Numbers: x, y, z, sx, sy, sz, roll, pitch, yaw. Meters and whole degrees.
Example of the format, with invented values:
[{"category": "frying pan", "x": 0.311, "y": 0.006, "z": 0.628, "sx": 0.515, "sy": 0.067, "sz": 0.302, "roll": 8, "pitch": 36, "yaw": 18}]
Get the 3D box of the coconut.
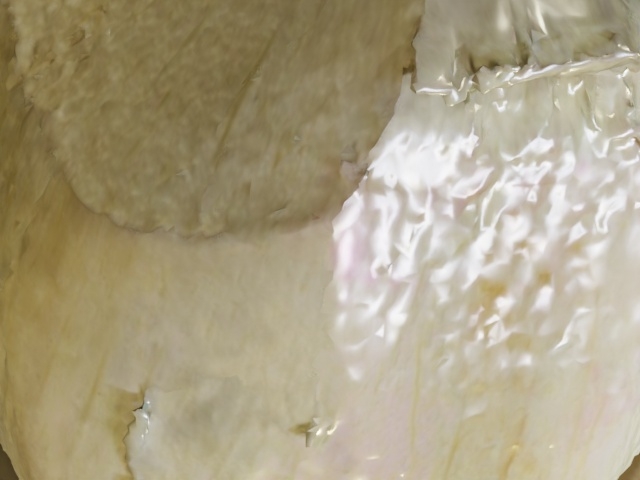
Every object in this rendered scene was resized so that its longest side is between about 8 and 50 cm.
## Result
[{"category": "coconut", "x": -0.002, "y": -0.002, "z": 0.456, "sx": 0.194, "sy": 0.194, "sz": 0.194, "roll": 11, "pitch": -75, "yaw": 46}]
